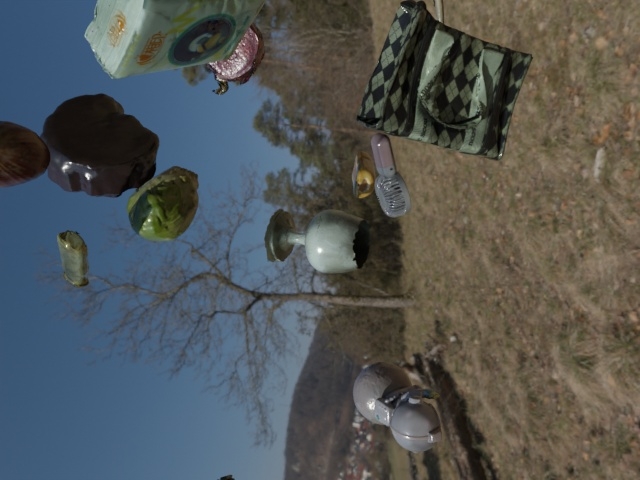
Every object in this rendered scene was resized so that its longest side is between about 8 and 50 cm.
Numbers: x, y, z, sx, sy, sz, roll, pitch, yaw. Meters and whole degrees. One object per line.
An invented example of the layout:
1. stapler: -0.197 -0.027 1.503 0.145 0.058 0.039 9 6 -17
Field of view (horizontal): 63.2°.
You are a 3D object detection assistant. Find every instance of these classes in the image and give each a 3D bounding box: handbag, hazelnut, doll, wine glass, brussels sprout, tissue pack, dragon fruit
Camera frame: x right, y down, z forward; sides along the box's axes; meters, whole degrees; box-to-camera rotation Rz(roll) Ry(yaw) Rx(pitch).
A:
1. handbag: 0.326 -0.397 1.327 0.180 0.415 0.317 42 121 57
2. hazelnut: -0.822 -0.230 1.346 0.181 0.212 0.181 98 161 -55
3. doll: 0.171 0.369 1.147 0.287 0.150 0.151 -159 77 -72
4. wine glass: 0.000 0.000 1.820 0.238 0.322 0.238 3 -90 -66
5. brussels sprout: -0.591 -0.132 1.965 0.273 0.242 0.317 -37 27 52
6. tissue pack: -0.342 -0.563 1.284 0.388 0.162 0.287 -31 -4 -43
7. dragon fruit: -0.286 -0.622 1.698 0.147 0.210 0.282 -67 -4 -65

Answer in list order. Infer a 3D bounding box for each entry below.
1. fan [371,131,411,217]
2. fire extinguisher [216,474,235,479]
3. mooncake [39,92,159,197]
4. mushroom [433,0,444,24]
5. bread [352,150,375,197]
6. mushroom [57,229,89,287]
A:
1. fan: 0.188 -0.177 1.420 0.130 0.074 0.244 -121 12 -59
2. fire extinguisher: -0.219 0.706 1.257 0.311 0.095 0.114 -108 -1 -45
3. mooncake: -0.768 -0.316 1.796 0.381 0.350 0.212 54 143 27
4. mushroom: 0.345 -0.644 1.517 0.068 0.043 0.306 -91 -10 -61
5. bread: 0.187 -0.282 2.236 0.305 0.091 0.142 -86 2 -64
6. mushroom: -0.834 0.066 1.772 0.081 0.100 0.312 -60 2 -36
